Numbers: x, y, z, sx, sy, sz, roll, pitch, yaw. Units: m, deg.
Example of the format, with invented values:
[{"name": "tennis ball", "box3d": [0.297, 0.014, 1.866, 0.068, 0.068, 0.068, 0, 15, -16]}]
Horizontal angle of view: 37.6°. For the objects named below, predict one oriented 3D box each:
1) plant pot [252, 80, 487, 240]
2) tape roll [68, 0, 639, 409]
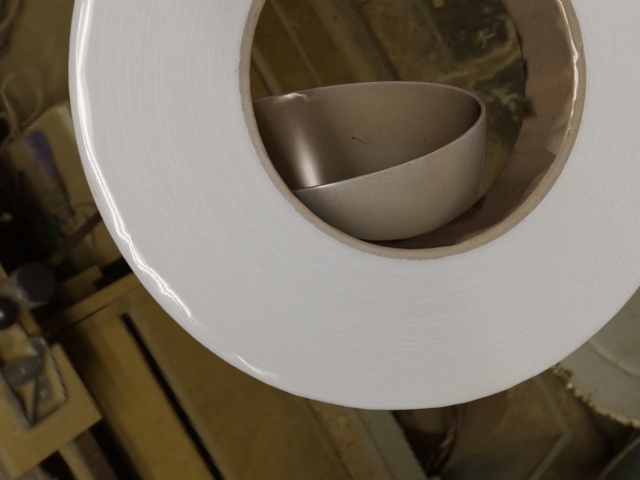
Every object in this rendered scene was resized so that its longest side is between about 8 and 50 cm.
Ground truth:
[{"name": "plant pot", "box3d": [0.000, 0.000, 0.766, 0.284, 0.284, 0.191, 7, 117, 35]}, {"name": "tape roll", "box3d": [0.049, -0.094, 0.563, 0.392, 0.392, 0.072, 67, 170, -10]}]
